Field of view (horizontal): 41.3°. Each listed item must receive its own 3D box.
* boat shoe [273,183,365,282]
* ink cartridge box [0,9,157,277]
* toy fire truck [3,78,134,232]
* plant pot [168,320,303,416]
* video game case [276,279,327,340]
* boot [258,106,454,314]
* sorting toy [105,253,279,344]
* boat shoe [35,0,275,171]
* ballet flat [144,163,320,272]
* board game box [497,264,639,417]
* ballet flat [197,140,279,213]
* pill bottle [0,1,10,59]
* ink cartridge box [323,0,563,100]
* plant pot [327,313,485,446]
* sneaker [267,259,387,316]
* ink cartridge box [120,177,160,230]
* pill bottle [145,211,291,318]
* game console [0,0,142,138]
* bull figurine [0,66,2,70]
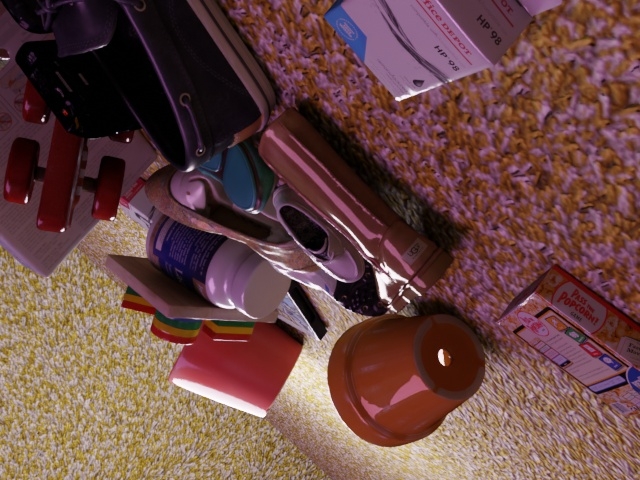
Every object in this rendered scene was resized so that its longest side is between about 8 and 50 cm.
[{"bbox_3d":[0.000,0.000,1.178,0.184,0.066,0.063,55,-161,-27],"label":"boat shoe"},{"bbox_3d":[-0.490,-0.170,1.424,0.091,0.308,0.385,20,154,42],"label":"ink cartridge box"},{"bbox_3d":[-0.355,-0.158,1.228,0.169,0.302,0.254,12,176,-16],"label":"toy fire truck"},{"bbox_3d":[-0.191,0.278,2.019,0.243,0.275,0.275,30,162,1],"label":"plant pot"},{"bbox_3d":[-0.132,0.083,1.764,0.275,0.035,0.248,26,157,36],"label":"video game case"},{"bbox_3d":[0.039,-0.035,1.096,0.269,0.089,0.236,43,164,4],"label":"boot"},{"bbox_3d":[-0.262,0.123,1.665,0.255,0.089,0.257,8,-165,-43],"label":"sorting toy"},{"bbox_3d":[-0.244,-0.279,0.945,0.187,0.156,0.500,16,150,54],"label":"boat shoe"},{"bbox_3d":[-0.133,-0.061,1.307,0.348,0.123,0.123,26,158,21],"label":"ballet flat"},{"bbox_3d":[0.313,0.121,0.980,0.193,0.045,0.147,37,162,7],"label":"board game box"},{"bbox_3d":[-0.105,-0.105,1.172,0.087,0.083,0.247,-1,-158,-32],"label":"ballet flat"},{"bbox_3d":[-0.571,-0.376,1.400,0.208,0.117,0.117,25,157,36],"label":"pill bottle"},{"bbox_3d":[0.090,-0.182,0.670,0.104,0.060,0.180,45,161,-16],"label":"ink cartridge box"},{"bbox_3d":[0.143,0.196,1.284,0.205,0.205,0.188,42,146,-8],"label":"plant pot"},{"bbox_3d":[0.015,0.047,1.348,0.237,0.085,0.086,28,-175,20],"label":"sneaker"},{"bbox_3d":[-0.352,-0.057,1.814,0.150,0.063,0.109,37,162,9],"label":"ink cartridge box"},{"bbox_3d":[-0.188,0.035,1.573,0.265,0.153,0.153,26,157,35],"label":"pill bottle"},{"bbox_3d":[-0.337,-0.291,1.102,0.044,0.213,0.361,-39,84,30],"label":"game console"},{"bbox_3d":[-0.697,-0.351,1.507,0.101,0.310,0.188,-21,101,21],"label":"bull figurine"}]
